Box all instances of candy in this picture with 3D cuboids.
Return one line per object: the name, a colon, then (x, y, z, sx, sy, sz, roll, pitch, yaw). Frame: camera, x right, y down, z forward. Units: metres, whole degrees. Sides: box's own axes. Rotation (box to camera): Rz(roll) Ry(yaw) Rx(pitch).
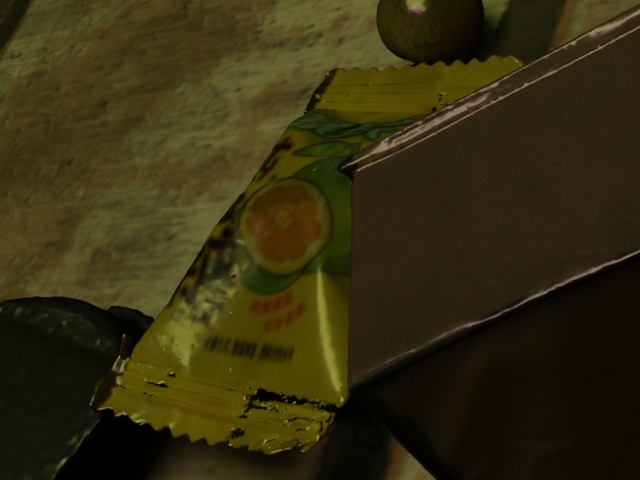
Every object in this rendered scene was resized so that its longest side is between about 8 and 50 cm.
candy: (0.000, 0.000, 0.917, 0.187, 0.081, 0.297, 6, 54, 43)

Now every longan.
longan: (0.071, -0.139, 1.006, 0.075, 0.075, 0.083, 39, 127, 54)

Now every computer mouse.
computer mouse: (-0.212, 0.153, 0.959, 0.168, 0.087, 0.295, 18, 58, 38)

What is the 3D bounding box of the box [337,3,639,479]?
box: (0.154, 0.012, 0.674, 0.252, 0.188, 0.153, -23, 41, 24)
